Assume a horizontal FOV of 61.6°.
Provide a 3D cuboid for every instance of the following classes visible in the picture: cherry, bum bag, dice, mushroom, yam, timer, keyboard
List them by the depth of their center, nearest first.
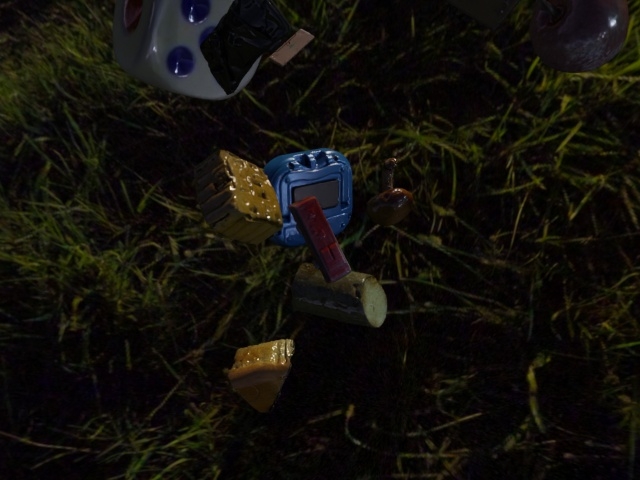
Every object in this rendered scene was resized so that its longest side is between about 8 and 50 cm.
[{"bbox_3d":[0.125,-0.080,0.963,0.088,0.073,0.130,-5,116,-6],"label":"mushroom"},{"bbox_3d":[-0.161,-0.394,1.067,0.123,0.248,0.060,48,44,-11],"label":"bum bag"},{"bbox_3d":[0.613,-0.518,1.275,0.213,0.285,0.236,31,104,56],"label":"cherry"},{"bbox_3d":[-0.327,-0.543,1.353,0.277,0.304,0.304,44,122,40],"label":"dice"},{"bbox_3d":[-0.085,-0.562,1.572,0.055,0.017,0.166,33,61,9],"label":"keyboard"},{"bbox_3d":[0.055,0.171,1.713,0.304,0.168,0.168,9,74,23],"label":"yam"},{"bbox_3d":[-0.041,-0.139,1.790,0.340,0.309,0.115,-15,26,-29],"label":"timer"}]

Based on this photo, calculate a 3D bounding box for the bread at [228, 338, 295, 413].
[{"bbox_3d":[-0.124,0.354,1.389,0.169,0.160,0.140,-15,29,12],"label":"bread"}]

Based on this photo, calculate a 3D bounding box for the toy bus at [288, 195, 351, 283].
[{"bbox_3d":[0.000,0.000,1.145,0.065,0.077,0.192,-28,97,-10],"label":"toy bus"}]

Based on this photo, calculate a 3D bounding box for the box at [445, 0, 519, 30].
[{"bbox_3d":[0.204,-0.392,0.592,0.153,0.188,0.252,30,51,-6],"label":"box"}]

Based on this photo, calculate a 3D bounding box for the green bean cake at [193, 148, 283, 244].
[{"bbox_3d":[-0.215,-0.113,1.452,0.131,0.229,0.224,-31,65,23],"label":"green bean cake"}]
